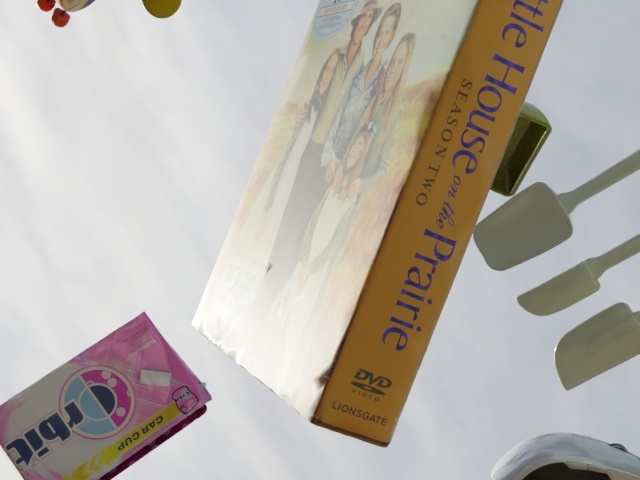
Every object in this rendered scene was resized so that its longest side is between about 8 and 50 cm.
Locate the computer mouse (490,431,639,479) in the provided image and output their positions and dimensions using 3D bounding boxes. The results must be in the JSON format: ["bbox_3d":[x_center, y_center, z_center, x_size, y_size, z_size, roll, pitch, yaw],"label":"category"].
[{"bbox_3d":[0.241,0.185,1.044,0.106,0.193,0.042,-125,-146,-78],"label":"computer mouse"}]

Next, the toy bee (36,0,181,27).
[{"bbox_3d":[-0.255,-0.320,1.346,0.162,0.298,0.195,-54,-128,48],"label":"toy bee"}]

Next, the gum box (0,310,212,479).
[{"bbox_3d":[-0.203,0.160,1.143,0.107,0.188,0.062,52,-20,10],"label":"gum box"}]

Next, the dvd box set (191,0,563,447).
[{"bbox_3d":[0.044,-0.094,0.877,0.062,0.420,0.307,21,1,-22],"label":"dvd box set"}]

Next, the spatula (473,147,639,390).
[{"bbox_3d":[0.263,-0.002,1.018,0.242,0.019,0.168,-33,-100,22],"label":"spatula"}]

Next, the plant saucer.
[{"bbox_3d":[0.202,-0.154,1.636,0.188,0.045,0.188,24,-28,3],"label":"plant saucer"}]
